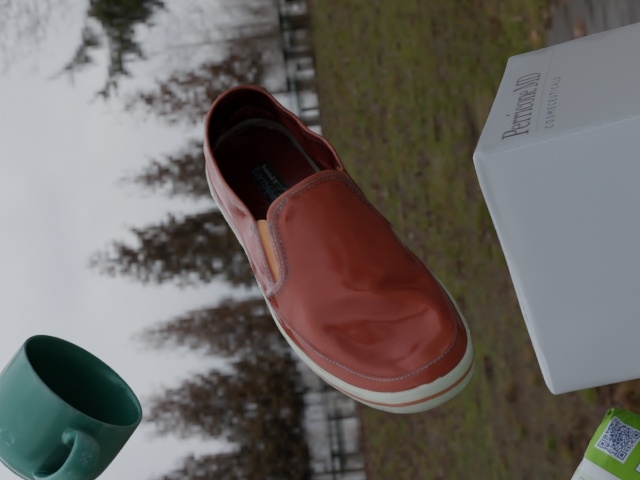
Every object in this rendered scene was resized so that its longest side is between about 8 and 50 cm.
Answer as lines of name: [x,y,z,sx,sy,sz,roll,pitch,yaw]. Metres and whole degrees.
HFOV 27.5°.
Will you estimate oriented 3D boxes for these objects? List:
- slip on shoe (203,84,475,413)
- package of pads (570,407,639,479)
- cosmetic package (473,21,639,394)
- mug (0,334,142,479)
slip on shoe: [0.000,0.000,1.005,0.331,0.123,0.101,54,170,35]
package of pads: [0.305,0.233,0.832,0.296,0.229,0.101,36,-97,-49]
cosmetic package: [0.295,-0.060,0.727,0.217,0.385,0.156,-63,-43,-66]
mug: [-0.243,0.165,1.176,0.097,0.129,0.158,-52,-5,12]
